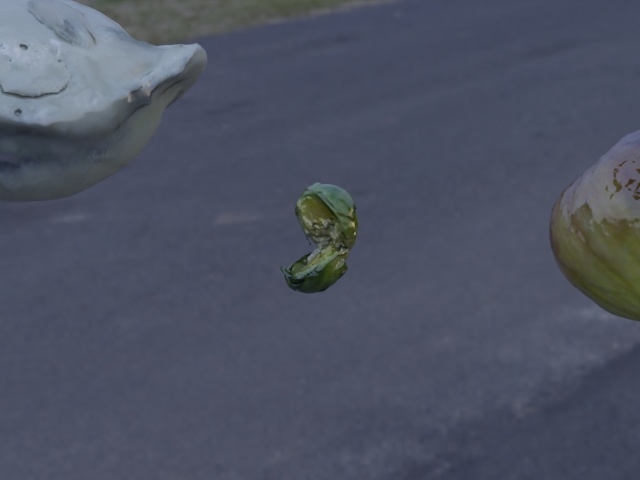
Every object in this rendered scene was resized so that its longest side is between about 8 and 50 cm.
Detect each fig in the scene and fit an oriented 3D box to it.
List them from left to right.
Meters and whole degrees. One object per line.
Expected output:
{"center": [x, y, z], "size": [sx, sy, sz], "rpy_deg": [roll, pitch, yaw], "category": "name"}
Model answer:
{"center": [0.260, 0.017, 1.308], "size": [0.160, 0.143, 0.230], "rpy_deg": [-39, 26, 44], "category": "fig"}

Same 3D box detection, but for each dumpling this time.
{"center": [-0.262, -0.099, 1.387], "size": [0.318, 0.187, 0.243], "rpy_deg": [1, -25, -14], "category": "dumpling"}

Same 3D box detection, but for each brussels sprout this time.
{"center": [0.001, 0.001, 1.149], "size": [0.051, 0.083, 0.046], "rpy_deg": [21, -20, -19], "category": "brussels sprout"}
